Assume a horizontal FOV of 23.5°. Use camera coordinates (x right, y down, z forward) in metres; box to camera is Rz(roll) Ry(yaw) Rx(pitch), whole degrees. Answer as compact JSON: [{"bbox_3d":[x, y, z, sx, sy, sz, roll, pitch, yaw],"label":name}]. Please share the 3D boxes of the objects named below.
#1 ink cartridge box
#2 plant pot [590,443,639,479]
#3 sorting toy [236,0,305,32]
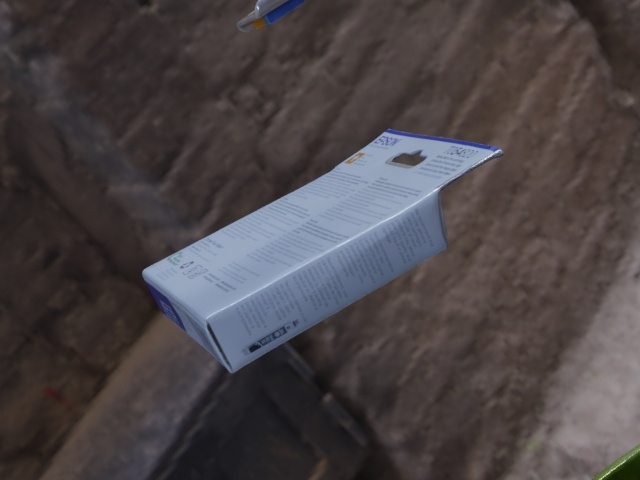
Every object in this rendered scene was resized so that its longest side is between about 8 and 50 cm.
[{"bbox_3d":[0.000,0.000,1.063,0.224,0.045,0.223,-30,14,-10],"label":"ink cartridge box"},{"bbox_3d":[0.363,0.323,1.017,0.366,0.353,0.366,-28,13,7],"label":"plant pot"},{"bbox_3d":[0.003,-0.116,0.681,0.083,0.012,0.062,-33,5,-8],"label":"sorting toy"}]
